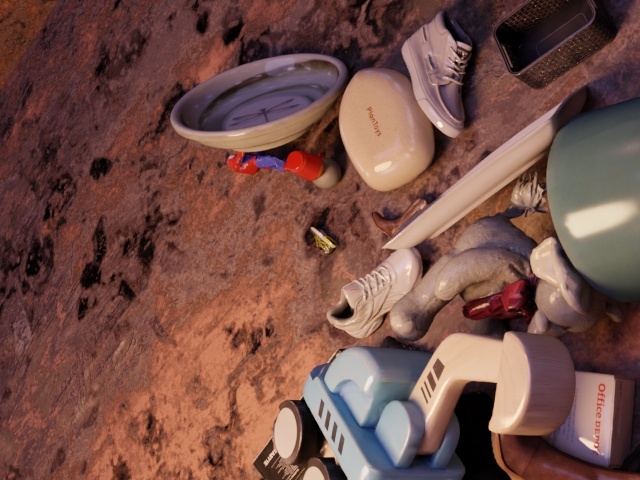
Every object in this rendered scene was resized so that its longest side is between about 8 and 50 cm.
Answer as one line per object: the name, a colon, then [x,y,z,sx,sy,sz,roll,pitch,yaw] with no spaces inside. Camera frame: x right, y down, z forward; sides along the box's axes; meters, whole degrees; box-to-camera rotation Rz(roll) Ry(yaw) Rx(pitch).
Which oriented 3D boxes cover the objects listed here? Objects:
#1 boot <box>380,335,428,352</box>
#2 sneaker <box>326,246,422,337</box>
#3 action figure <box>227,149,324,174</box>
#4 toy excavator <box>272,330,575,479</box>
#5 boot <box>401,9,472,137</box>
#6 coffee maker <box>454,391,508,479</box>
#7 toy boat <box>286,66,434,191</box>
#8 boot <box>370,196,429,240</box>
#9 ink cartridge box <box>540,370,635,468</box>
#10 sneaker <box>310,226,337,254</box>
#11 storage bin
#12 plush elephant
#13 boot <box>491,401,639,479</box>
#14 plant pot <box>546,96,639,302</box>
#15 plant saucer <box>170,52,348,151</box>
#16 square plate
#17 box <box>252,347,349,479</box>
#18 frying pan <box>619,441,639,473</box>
boot: [0.149,0.247,1.669,0.099,0.045,0.121,24,98,39]
sneaker: [0.102,0.099,1.701,0.232,0.115,0.090,-51,49,21]
action figure: [-0.116,-0.215,2.018,0.280,0.091,0.139,1,86,43]
toy excavator: [0.139,0.244,1.298,0.433,0.222,0.445,53,129,54]
boot: [0.243,-0.329,1.698,0.123,0.095,0.258,-43,51,35]
coffee maker: [0.253,0.344,1.457,0.171,0.120,0.178,101,161,-65]
toy boat: [0.087,-0.202,1.800,0.318,0.148,0.268,-26,67,28]
boot: [0.163,-0.054,1.740,0.106,0.037,0.114,51,118,25]
ink cartridge box: [0.390,0.276,1.399,0.190,0.082,0.140,0,79,43]
sneaker: [0.000,0.000,1.886,0.083,0.031,0.035,42,108,42]
storage bin: [0.411,-0.368,1.558,0.180,0.084,0.122,-34,57,32]
plush elephant: [0.330,0.087,1.375,0.255,0.271,0.330,44,109,42]
boot: [0.374,0.336,1.297,0.206,0.090,0.248,-10,105,40]
plant pot: [0.499,-0.075,1.210,0.235,0.293,0.293,-20,64,54]
plant saucer: [-0.124,-0.286,1.932,0.400,0.400,0.101,18,135,45]
square plate: [0.289,-0.116,1.472,0.347,0.344,0.049,-39,89,30]
box: [0.044,0.402,1.663,0.257,0.079,0.322,45,112,27]
frying pan: [0.570,0.354,1.224,0.326,0.053,0.197,-20,66,39]
